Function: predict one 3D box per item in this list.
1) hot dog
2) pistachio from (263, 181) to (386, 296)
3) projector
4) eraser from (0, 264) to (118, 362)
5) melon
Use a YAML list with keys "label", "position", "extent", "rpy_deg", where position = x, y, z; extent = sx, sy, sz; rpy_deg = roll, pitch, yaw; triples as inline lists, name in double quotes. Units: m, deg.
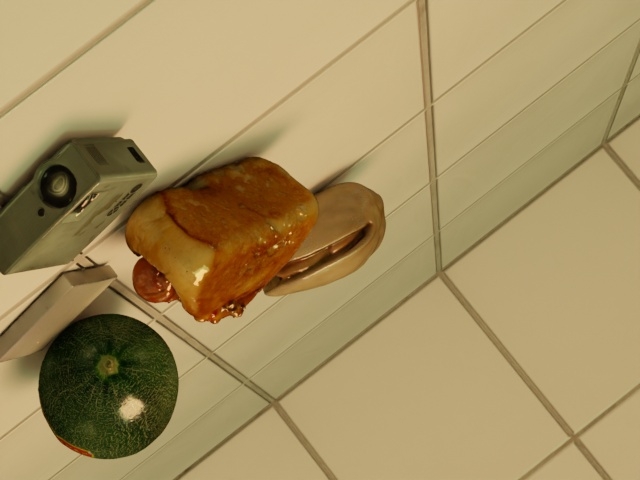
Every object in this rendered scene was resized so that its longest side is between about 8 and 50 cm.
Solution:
- label: "hot dog"
  position: [-0.127, 0.006, 1.901]
  extent: [0.257, 0.150, 0.153]
  rpy_deg: [-26, 154, -50]
- label: "pistachio"
  position: [0.000, 0.000, 2.329]
  extent: [0.223, 0.126, 0.152]
  rpy_deg: [-35, -156, -16]
- label: "projector"
  position: [-0.246, -0.036, 1.556]
  extent: [0.147, 0.061, 0.115]
  rpy_deg: [-43, 169, 21]
- label: "eraser"
  position: [-0.318, 0.086, 1.916]
  extent: [0.150, 0.023, 0.104]
  rpy_deg: [-42, 168, 22]
- label: "melon"
  position: [-0.270, 0.185, 2.058]
  extent: [0.182, 0.182, 0.287]
  rpy_deg: [-35, 169, -18]
